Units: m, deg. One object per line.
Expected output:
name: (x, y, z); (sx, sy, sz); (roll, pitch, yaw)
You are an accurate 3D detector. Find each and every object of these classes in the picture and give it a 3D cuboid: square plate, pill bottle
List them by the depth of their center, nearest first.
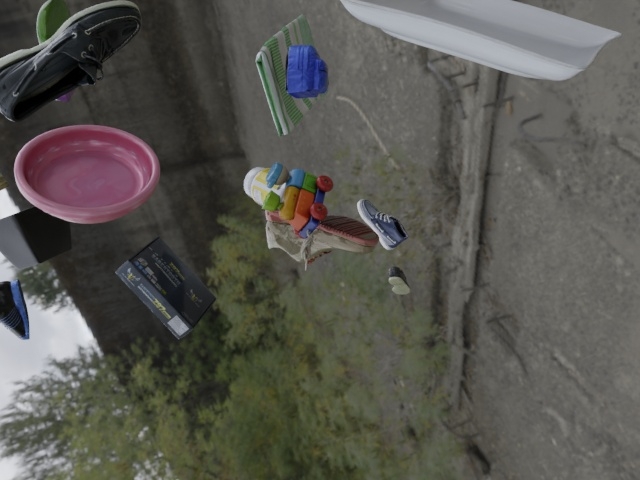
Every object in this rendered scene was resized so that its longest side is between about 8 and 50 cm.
square plate: (0.247, -0.317, 0.949); (0.344, 0.347, 0.049); (25, 124, 21)
pill bottle: (-0.129, -0.145, 1.860); (0.209, 0.119, 0.119); (27, 139, 47)

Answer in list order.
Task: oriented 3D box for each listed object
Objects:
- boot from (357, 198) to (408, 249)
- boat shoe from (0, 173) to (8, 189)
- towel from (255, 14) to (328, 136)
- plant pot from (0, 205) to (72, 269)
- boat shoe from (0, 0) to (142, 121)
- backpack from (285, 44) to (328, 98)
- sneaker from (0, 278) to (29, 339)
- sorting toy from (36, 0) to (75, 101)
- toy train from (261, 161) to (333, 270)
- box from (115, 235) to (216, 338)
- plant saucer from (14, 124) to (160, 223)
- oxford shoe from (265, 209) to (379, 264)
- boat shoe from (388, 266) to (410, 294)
boot: (0.199, -0.066, 2.011); (0.190, 0.069, 0.086); (54, 136, 2)
boat shoe: (-0.762, -0.059, 1.267); (0.089, 0.285, 0.104); (53, -178, -16)
towel: (-0.073, -0.463, 1.778); (0.324, 0.038, 0.247); (-57, -44, -49)
plant pot: (-0.880, -0.015, 1.959); (0.188, 0.188, 0.166); (-35, -72, -54)
boat shoe: (-0.482, -0.342, 1.238); (0.113, 0.340, 0.127); (54, 164, 16)
backpack: (-0.032, -0.415, 1.556); (0.098, 0.101, 0.120); (-12, -80, -81)
sneaker: (-0.845, 0.193, 1.723); (0.232, 0.091, 0.081); (102, 151, -43)
sorting toy: (-0.601, -0.466, 1.322); (0.127, 0.126, 0.365); (-82, -2, -53)
toy train: (-0.068, -0.062, 1.429); (0.105, 0.144, 0.247); (-48, 23, 47)
box: (-0.388, 0.117, 1.632); (0.232, 0.059, 0.183); (50, -160, -8)
plant saucer: (-0.565, -0.156, 1.565); (0.084, 0.333, 0.332); (107, 147, -44)
oxford shoe: (0.000, 0.000, 1.596); (0.348, 0.123, 0.130); (16, 106, 42)
boat shoe: (0.215, 0.112, 1.737); (0.133, 0.049, 0.041); (55, -146, -57)
